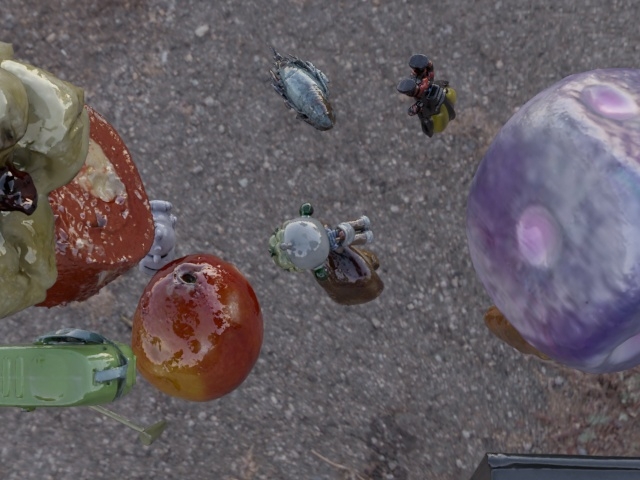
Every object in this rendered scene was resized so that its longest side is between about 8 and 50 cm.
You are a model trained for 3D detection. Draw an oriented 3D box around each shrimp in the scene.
[{"bbox_3d":[-0.037,-0.282,1.303,0.090,0.079,0.233,-35,59,2],"label":"shrimp"}]

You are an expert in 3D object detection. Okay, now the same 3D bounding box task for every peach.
[{"bbox_3d":[-0.239,0.167,1.403,0.281,0.281,0.238,-43,37,-8],"label":"peach"}]

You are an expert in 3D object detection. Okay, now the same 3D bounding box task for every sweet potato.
[{"bbox_3d":[0.365,0.156,1.307,0.097,0.097,0.251,-51,18,-11],"label":"sweet potato"}]

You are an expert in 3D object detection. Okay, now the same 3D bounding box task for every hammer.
[{"bbox_3d":[-0.385,0.326,1.383,0.195,0.028,0.060,21,28,15],"label":"hammer"}]

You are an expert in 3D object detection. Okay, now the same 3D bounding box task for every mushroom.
[{"bbox_3d":[0.040,0.060,1.703,0.138,0.194,0.231,-53,48,9],"label":"mushroom"}]

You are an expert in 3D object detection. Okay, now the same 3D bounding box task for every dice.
[{"bbox_3d":[0.358,-0.026,0.870,0.271,0.270,0.270,-10,50,-26],"label":"dice"}]

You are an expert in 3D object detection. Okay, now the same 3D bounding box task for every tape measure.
[{"bbox_3d":[-0.341,0.173,0.990,0.199,0.175,0.106,-3,86,5],"label":"tape measure"}]

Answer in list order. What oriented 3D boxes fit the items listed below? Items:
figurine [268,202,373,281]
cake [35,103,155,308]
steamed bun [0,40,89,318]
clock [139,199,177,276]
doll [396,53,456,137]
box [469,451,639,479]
[{"bbox_3d":[-0.001,0.000,1.325,0.197,0.093,0.147,-11,84,-34],"label":"figurine"},{"bbox_3d":[-0.342,-0.052,0.968,0.150,0.177,0.283,-32,70,26],"label":"cake"},{"bbox_3d":[-0.209,-0.025,0.429,0.106,0.192,0.178,35,106,12],"label":"steamed bun"},{"bbox_3d":[-0.349,0.015,1.556,0.079,0.176,0.117,5,42,-13],"label":"clock"},{"bbox_3d":[0.240,-0.306,1.587,0.127,0.248,0.088,-42,61,5],"label":"doll"},{"bbox_3d":[0.334,0.354,0.771,0.345,0.251,0.205,0,62,3],"label":"box"}]
